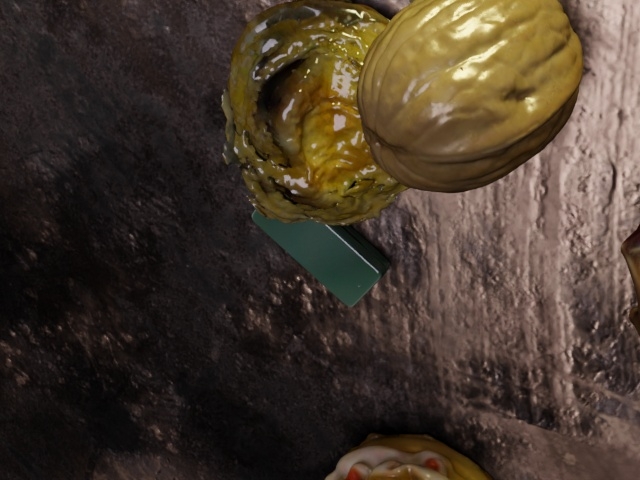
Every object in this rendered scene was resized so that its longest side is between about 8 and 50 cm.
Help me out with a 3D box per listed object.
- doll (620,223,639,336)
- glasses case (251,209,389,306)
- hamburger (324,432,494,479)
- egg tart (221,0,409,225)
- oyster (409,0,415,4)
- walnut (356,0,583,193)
[{"bbox_3d":[0.486,0.029,1.093,0.339,0.318,0.209,-15,69,18],"label":"doll"},{"bbox_3d":[0.000,0.000,1.375,0.184,0.039,0.078,42,122,1],"label":"glasses case"},{"bbox_3d":[0.107,0.419,1.406,0.276,0.237,0.277,7,114,17],"label":"hamburger"},{"bbox_3d":[0.004,-0.140,1.253,0.297,0.132,0.297,2,114,6],"label":"egg tart"},{"bbox_3d":[0.129,-0.346,1.153,0.133,0.072,0.209,-10,96,56],"label":"oyster"},{"bbox_3d":[0.164,-0.167,1.119,0.261,0.225,0.225,-32,100,-10],"label":"walnut"}]
